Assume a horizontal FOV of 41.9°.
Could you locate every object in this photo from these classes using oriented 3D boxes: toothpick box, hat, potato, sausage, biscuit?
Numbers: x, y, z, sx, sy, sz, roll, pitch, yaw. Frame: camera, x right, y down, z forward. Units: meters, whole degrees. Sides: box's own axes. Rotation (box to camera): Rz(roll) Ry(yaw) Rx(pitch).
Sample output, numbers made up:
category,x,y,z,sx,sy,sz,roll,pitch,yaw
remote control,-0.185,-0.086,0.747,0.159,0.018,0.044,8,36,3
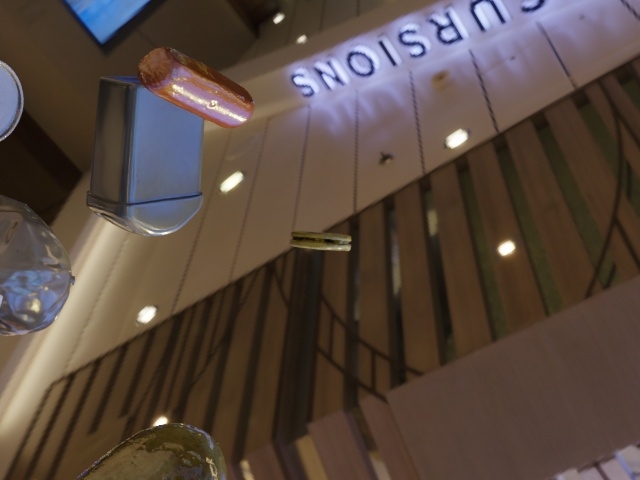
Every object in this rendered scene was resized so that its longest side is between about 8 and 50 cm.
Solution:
category,x,y,z,sx,sy,sz,roll,pitch,yaw
toothpick box,-0.464,-0.183,1.022,0.181,0.111,0.111,16,-126,33
hat,-0.354,0.044,0.908,0.144,0.166,0.173,7,-171,-6
potato,-0.236,0.354,1.044,0.173,0.210,0.307,31,-133,22
sausage,-0.106,-0.130,0.715,0.039,0.131,0.041,-37,-113,19
biscuit,0.000,0.000,1.124,0.084,0.084,0.023,7,-88,57

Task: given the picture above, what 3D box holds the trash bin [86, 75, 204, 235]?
category,x,y,z,sx,sy,sz,roll,pitch,yaw
trash bin,-0.259,-0.125,1.263,0.101,0.236,0.177,17,-163,35
